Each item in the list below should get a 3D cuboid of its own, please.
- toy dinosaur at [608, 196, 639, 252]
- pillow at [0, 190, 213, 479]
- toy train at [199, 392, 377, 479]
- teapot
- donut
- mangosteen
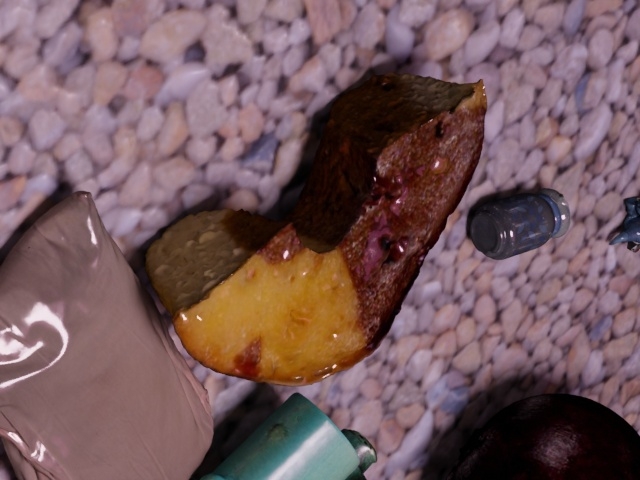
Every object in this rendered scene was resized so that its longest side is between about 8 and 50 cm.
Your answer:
[{"bbox_3d":[0.294,-0.016,1.689,0.083,0.030,0.047,-16,120,-35],"label":"toy dinosaur"},{"bbox_3d":[-0.168,0.112,1.316,0.173,0.067,0.270,-47,136,-21],"label":"pillow"},{"bbox_3d":[-0.060,0.222,1.440,0.248,0.101,0.159,-44,143,-14],"label":"toy train"},{"bbox_3d":[0.165,-0.007,1.562,0.083,0.049,0.063,-15,122,-37],"label":"teapot"},{"bbox_3d":[0.000,0.000,1.377,0.295,0.112,0.151,-37,135,-19],"label":"donut"},{"bbox_3d":[0.220,0.253,1.611,0.211,0.250,0.211,-49,174,-7],"label":"mangosteen"}]
